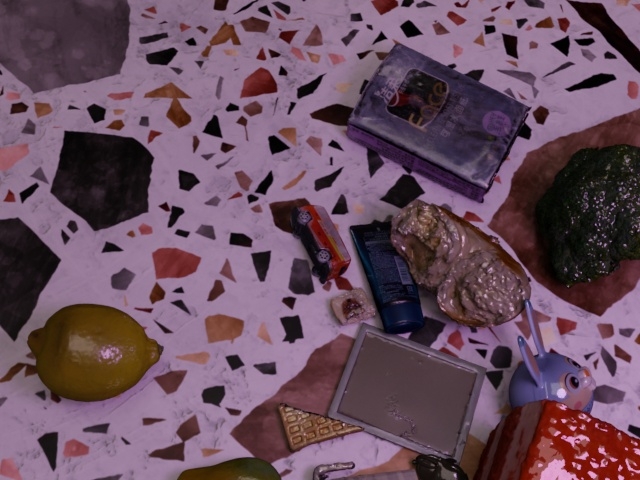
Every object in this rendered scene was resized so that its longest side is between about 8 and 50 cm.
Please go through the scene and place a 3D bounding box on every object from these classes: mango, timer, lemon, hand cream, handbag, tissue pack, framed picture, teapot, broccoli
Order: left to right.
[{"bbox_3d":[-0.425,0.213,1.478,0.248,0.184,0.184,9,61,-16],"label":"lemon"},{"bbox_3d":[-0.163,0.462,1.422,0.191,0.085,0.122,-13,74,0],"label":"mango"},{"bbox_3d":[0.077,0.456,1.441,0.200,0.077,0.107,-5,60,-7],"label":"teapot"},{"bbox_3d":[0.147,0.068,1.659,0.120,0.061,0.271,-8,57,-8],"label":"hand cream"},{"bbox_3d":[0.175,0.304,1.560,0.273,0.016,0.216,21,63,7],"label":"framed picture"},{"bbox_3d":[0.269,-0.271,1.806,0.361,0.122,0.259,29,68,9],"label":"tissue pack"},{"bbox_3d":[0.225,0.438,1.475,0.111,0.047,0.072,26,80,12],"label":"handbag"},{"bbox_3d":[0.441,0.254,1.475,0.175,0.256,0.175,-1,34,1],"label":"timer"},{"bbox_3d":[0.614,-0.043,1.642,0.283,0.321,0.304,22,70,-27],"label":"broccoli"}]

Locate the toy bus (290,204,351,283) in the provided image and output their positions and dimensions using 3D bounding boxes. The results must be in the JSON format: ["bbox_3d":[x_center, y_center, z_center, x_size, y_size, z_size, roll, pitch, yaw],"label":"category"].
[{"bbox_3d":[0.000,0.000,1.674,0.077,0.079,0.174,-17,64,-22],"label":"toy bus"}]

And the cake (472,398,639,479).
[{"bbox_3d":[0.407,0.450,1.329,0.269,0.319,0.270,24,63,7],"label":"cake"}]

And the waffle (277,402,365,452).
[{"bbox_3d":[0.001,0.343,1.511,0.152,0.023,0.098,-16,66,1],"label":"waffle"}]

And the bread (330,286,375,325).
[{"bbox_3d":[0.066,0.137,1.625,0.083,0.035,0.070,-20,55,-10],"label":"bread"}]

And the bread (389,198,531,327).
[{"bbox_3d":[0.288,0.048,1.612,0.314,0.192,0.171,40,109,15],"label":"bread"}]
